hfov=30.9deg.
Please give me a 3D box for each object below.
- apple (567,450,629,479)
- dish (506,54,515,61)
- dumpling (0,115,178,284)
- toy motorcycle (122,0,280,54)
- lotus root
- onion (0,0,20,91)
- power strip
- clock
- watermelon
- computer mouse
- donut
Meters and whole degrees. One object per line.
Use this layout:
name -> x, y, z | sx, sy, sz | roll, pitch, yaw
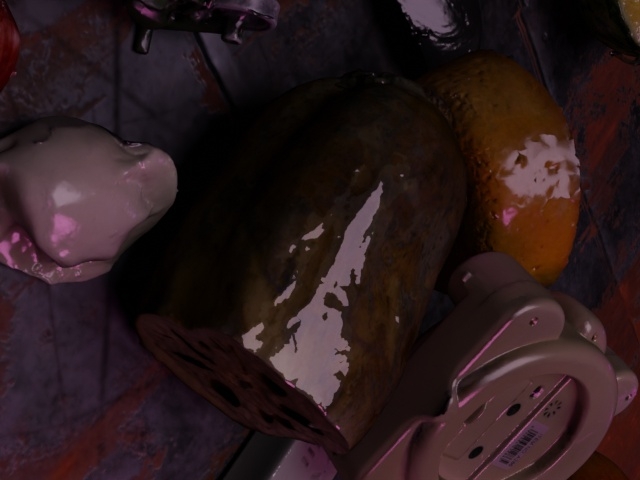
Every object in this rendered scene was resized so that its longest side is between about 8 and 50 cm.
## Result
apple -> 0.339, 0.392, 1.522 | 0.210, 0.173, 0.235 | -12, 93, -25
dish -> 0.198, -0.099, 1.363 | 0.236, 0.086, 0.228 | 57, 27, -72
dumpling -> -0.206, -0.026, 0.963 | 0.176, 0.092, 0.150 | -25, 127, -49
toy motorcycle -> -0.152, -0.280, 0.971 | 0.275, 0.127, 0.205 | 16, 81, -40
lotus root -> 0.000, 0.000, 1.075 | 0.250, 0.250, 0.346 | 46, 66, -40
onion -> -0.280, -0.142, 0.835 | 0.131, 0.131, 0.131 | -7, 100, -47
power strip -> -0.043, 0.248, 1.187 | 0.385, 0.062, 0.091 | -54, 132, -28
clock -> 0.179, 0.173, 1.204 | 0.284, 0.114, 0.309 | -50, 137, 11
watermelon -> 0.409, -0.345, 1.563 | 0.204, 0.127, 0.232 | 3, 91, -48
computer mouse -> 0.132, -0.255, 1.312 | 0.122, 0.073, 0.217 | -49, 126, -32
donut -> 0.151, -0.060, 1.232 | 0.108, 0.277, 0.278 | -18, 108, -27
